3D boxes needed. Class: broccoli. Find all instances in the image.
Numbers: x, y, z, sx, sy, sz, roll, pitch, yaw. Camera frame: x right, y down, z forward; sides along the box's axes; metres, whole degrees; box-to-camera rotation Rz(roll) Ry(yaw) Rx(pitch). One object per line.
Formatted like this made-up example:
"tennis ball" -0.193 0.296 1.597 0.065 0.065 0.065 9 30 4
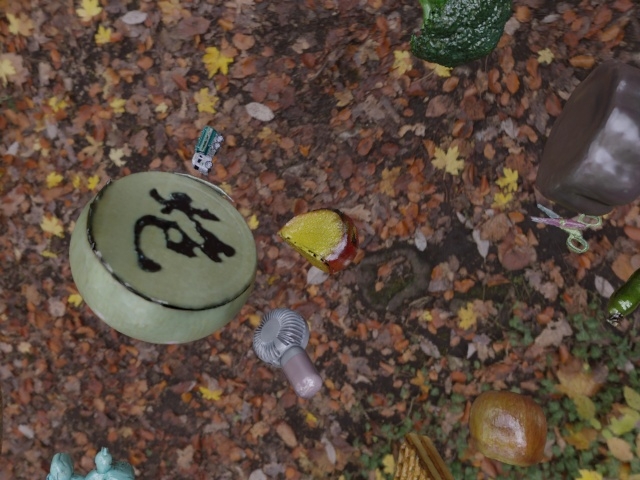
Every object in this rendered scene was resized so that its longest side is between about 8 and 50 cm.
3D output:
"broccoli" 0.336 -0.589 1.358 0.298 0.297 0.297 -41 87 27

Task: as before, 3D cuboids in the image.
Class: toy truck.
"toy truck" -0.205 -0.162 0.963 0.044 0.039 0.083 22 75 -12

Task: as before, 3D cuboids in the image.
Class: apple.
"apple" 0.519 0.519 1.483 0.211 0.187 0.211 14 157 6

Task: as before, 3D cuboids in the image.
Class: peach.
"peach" 0.003 0.004 1.092 0.172 0.127 0.092 0 155 33

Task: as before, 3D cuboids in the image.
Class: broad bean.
"broad bean" 0.600 0.067 0.956 0.255 0.065 0.046 -35 109 -5

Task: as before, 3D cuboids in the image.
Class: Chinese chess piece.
"Chinese chess piece" -0.289 0.025 1.025 0.349 0.349 0.146 39 130 -2

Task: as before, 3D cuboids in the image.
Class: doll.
"doll" -0.494 0.498 1.114 0.159 0.059 0.158 -34 111 -6

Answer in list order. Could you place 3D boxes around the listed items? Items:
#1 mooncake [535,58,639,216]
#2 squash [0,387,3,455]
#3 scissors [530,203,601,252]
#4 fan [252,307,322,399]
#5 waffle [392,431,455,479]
"mooncake" 0.584 -0.205 1.103 0.154 0.306 0.305 24 117 -3
"squash" -0.288 0.126 0.426 0.085 0.191 0.184 -24 133 -2
"scissors" 0.735 -0.050 1.613 0.187 0.020 0.133 28 79 24
"fan" -0.066 0.244 1.151 0.130 0.244 0.074 -45 130 5
"waffle" 0.136 0.330 0.694 0.043 0.148 0.102 9 97 -8
